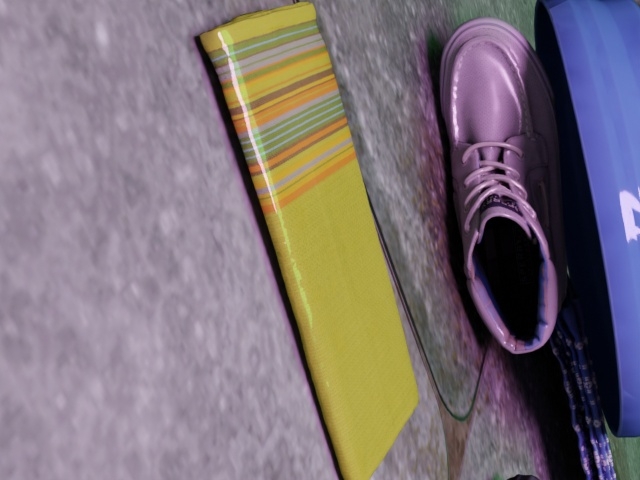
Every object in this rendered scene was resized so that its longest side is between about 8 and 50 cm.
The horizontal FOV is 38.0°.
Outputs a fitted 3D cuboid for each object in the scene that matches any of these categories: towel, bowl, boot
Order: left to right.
[{"bbox_3d":[0.000,0.000,0.477,0.102,0.021,0.237,-38,115,-58],"label":"towel"},{"bbox_3d":[0.147,-0.043,0.724,0.123,0.095,0.258,-50,126,-69],"label":"boot"},{"bbox_3d":[0.262,0.192,0.928,0.243,0.040,0.335,-36,114,-76],"label":"towel"},{"bbox_3d":[0.259,-0.027,0.818,0.391,0.077,0.390,-10,90,-80],"label":"bowl"}]

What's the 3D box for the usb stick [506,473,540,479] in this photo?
[{"bbox_3d":[0.110,0.226,0.581,0.278,0.045,0.077,-17,96,-66],"label":"usb stick"}]
